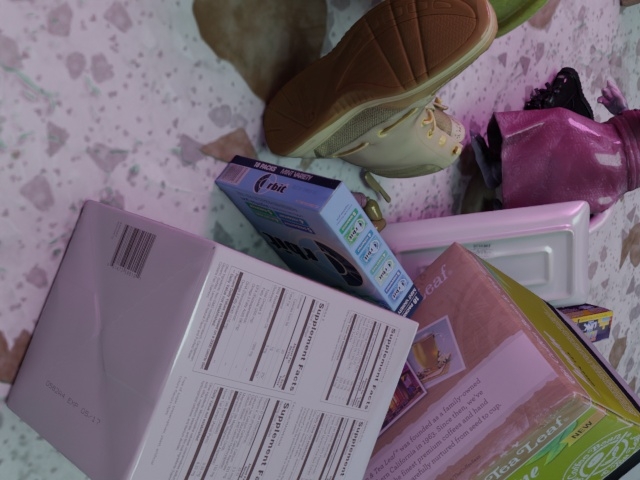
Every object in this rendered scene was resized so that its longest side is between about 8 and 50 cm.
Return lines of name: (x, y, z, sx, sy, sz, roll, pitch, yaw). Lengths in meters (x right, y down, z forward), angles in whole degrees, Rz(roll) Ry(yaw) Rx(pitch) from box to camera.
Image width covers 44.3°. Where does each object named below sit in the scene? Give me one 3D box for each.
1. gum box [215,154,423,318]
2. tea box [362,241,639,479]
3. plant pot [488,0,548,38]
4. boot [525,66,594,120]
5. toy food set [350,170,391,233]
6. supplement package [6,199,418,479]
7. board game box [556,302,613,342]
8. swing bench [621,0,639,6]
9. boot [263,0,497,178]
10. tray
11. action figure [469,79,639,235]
gum box: (0.000, 0.000, 0.791, 0.041, 0.157, 0.184, -54, 133, -17)
tea box: (0.168, 0.229, 0.894, 0.329, 0.220, 0.323, -46, 136, 16)
plant pot: (0.070, -0.341, 0.707, 0.254, 0.276, 0.276, 6, 99, -33)
boot: (0.351, -0.183, 1.155, 0.099, 0.045, 0.121, -47, 126, -24)
toy food set: (0.043, -0.016, 0.911, 0.078, 0.019, 0.122, 46, 53, -36)
supplement package: (-0.089, 0.109, 0.707, 0.263, 0.199, 0.198, 25, 84, -45)
board game box: (0.320, 0.114, 1.147, 0.170, 0.141, 0.048, -2, 104, -43)
swing bench: (0.617, -0.478, 1.172, 0.253, 0.255, 0.165, -44, 129, -26)
boot: (0.099, -0.143, 0.794, 0.203, 0.262, 0.095, 11, 58, -47)
tray: (0.199, 0.036, 0.967, 0.270, 0.030, 0.145, -7, 112, 0)
action figure: (0.390, -0.108, 0.989, 0.248, 0.370, 0.275, 27, 50, -69)
